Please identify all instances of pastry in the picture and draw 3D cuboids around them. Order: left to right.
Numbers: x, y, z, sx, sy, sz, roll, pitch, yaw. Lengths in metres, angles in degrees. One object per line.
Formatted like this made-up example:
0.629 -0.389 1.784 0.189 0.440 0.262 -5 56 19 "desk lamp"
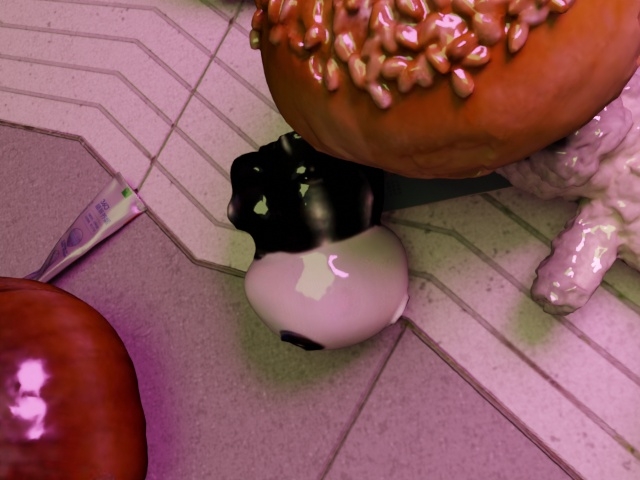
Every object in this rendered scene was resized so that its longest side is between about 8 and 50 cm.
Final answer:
0.110 -0.250 0.552 0.410 0.245 0.409 -16 57 26 "pastry"

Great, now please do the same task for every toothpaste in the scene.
-0.417 0.016 0.992 0.301 0.048 0.075 -41 57 5 "toothpaste"

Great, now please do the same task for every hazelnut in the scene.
-0.409 0.243 0.793 0.359 0.359 0.409 -23 80 14 "hazelnut"

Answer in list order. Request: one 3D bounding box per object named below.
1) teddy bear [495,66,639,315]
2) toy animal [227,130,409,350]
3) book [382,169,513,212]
0.291 -0.064 0.584 0.362 0.375 0.327 29 124 -9 "teddy bear"
-0.002 0.001 0.760 0.213 0.212 0.266 -10 96 18 "toy animal"
0.213 -0.189 0.749 0.380 0.031 0.264 -9 105 19 "book"
